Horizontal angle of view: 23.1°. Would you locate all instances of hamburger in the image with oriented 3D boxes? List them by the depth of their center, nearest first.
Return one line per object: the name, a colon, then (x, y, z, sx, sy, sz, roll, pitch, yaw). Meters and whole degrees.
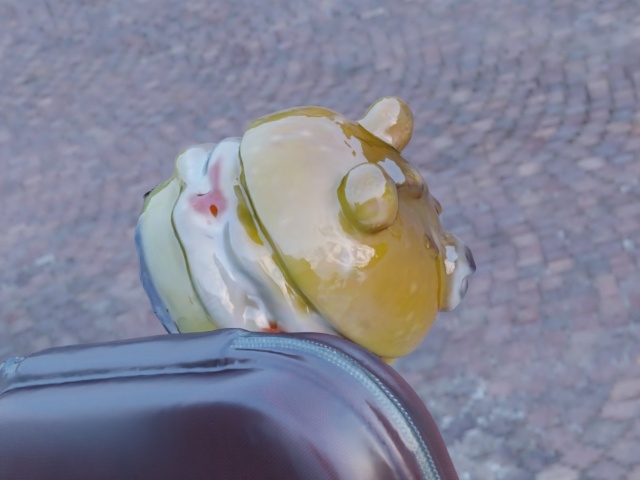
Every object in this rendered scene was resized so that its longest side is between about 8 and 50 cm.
hamburger: (0.000, 0.000, 1.373, 0.236, 0.276, 0.276, -34, 19, 22)

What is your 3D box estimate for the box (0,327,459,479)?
box: (-0.068, 0.183, 1.028, 0.404, 0.263, 0.108, -7, 20, 44)
